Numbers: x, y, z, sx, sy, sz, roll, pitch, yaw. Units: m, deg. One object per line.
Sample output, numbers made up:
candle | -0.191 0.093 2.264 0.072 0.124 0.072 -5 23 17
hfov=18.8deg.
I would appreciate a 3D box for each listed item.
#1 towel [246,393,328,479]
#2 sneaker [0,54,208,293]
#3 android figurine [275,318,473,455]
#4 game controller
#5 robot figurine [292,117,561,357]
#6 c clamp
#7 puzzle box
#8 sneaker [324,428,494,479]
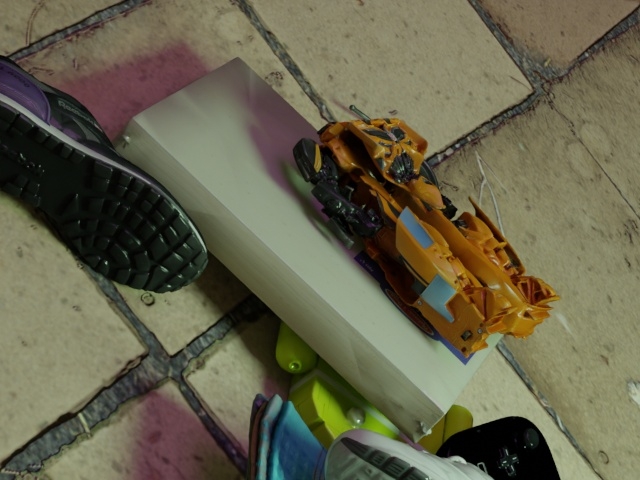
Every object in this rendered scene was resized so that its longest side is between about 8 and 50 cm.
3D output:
towel | 0.015 0.340 1.636 0.271 0.040 0.370 49 28 -34
sneaker | -0.210 -0.072 1.764 0.283 0.107 0.124 39 29 -20
android figurine | 0.050 0.157 1.905 0.248 0.056 0.273 39 33 -19
game controller | 0.204 0.330 1.869 0.166 0.067 0.319 -8 76 -55
robot figurine | 0.101 -0.018 1.927 0.291 0.085 0.211 51 27 16
c clamp | 0.092 -0.067 2.206 0.137 0.022 0.160 24 40 -44
puzzle box | 0.000 0.000 1.919 0.409 0.052 0.272 44 26 3
sneaker | 0.105 0.246 1.732 0.297 0.111 0.129 40 25 -34
